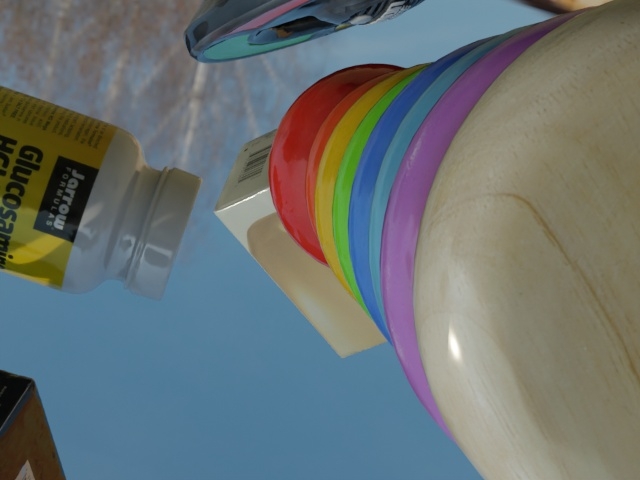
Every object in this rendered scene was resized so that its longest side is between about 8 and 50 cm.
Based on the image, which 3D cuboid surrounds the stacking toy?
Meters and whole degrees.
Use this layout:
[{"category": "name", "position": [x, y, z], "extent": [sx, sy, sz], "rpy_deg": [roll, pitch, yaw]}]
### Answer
[{"category": "stacking toy", "position": [0.050, -0.015, 0.496], "extent": [0.141, 0.141, 0.330], "rpy_deg": [9, -173, -17]}]

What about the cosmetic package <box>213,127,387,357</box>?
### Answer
[{"category": "cosmetic package", "position": [0.000, 0.000, 0.777], "extent": [0.115, 0.041, 0.060], "rpy_deg": [49, -143, -27]}]

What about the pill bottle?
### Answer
[{"category": "pill bottle", "position": [-0.304, -0.054, 1.565], "extent": [0.334, 0.188, 0.188], "rpy_deg": [19, -159, -5]}]

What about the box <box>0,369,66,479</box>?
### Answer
[{"category": "box", "position": [-0.468, 0.269, 1.693], "extent": [0.294, 0.296, 0.183], "rpy_deg": [16, -129, 17]}]

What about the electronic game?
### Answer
[{"category": "electronic game", "position": [0.034, -0.145, 0.810], "extent": [0.229, 0.048, 0.229], "rpy_deg": [-20, -178, 1]}]
